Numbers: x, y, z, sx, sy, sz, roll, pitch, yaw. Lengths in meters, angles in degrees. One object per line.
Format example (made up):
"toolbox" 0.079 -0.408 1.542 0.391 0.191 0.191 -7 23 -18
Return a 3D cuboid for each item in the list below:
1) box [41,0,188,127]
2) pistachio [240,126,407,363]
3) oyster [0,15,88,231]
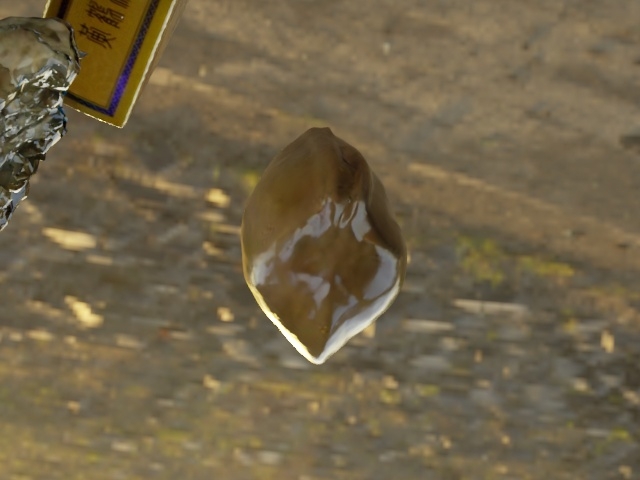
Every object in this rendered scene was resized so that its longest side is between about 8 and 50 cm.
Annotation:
"box" -0.104 -0.250 1.130 0.084 0.301 0.193 24 136 -5
"pistachio" 0.000 0.000 1.553 0.163 0.212 0.260 13 -163 -6
"oyster" -0.205 -0.021 0.782 0.092 0.259 0.198 37 -157 5
